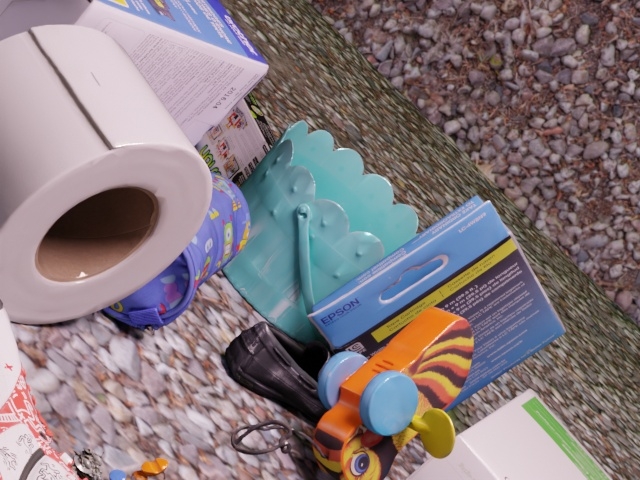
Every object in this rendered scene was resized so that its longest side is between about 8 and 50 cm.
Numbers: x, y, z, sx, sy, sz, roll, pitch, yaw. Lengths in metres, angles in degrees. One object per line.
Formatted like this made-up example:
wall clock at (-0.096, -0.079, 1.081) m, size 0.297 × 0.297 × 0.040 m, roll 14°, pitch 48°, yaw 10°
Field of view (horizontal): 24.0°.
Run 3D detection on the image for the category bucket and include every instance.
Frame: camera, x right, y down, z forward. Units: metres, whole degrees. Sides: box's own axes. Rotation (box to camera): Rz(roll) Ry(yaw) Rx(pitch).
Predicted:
bucket at (0.000, 0.000, 1.971) m, size 0.281 × 0.183 × 0.281 m, roll 39°, pitch 18°, yaw -15°

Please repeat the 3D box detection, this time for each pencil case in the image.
pencil case at (-0.163, 0.008, 1.682) m, size 0.119 × 0.133 × 0.306 m, roll 3°, pitch 14°, yaw 9°

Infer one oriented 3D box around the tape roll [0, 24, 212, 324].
tape roll at (-0.248, -0.061, 1.436) m, size 0.169 × 0.246 × 0.246 m, roll 53°, pitch 19°, yaw 28°

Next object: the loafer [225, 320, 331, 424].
loafer at (-0.012, 0.158, 1.746) m, size 0.223 × 0.078 × 0.076 m, roll 31°, pitch 22°, yaw -38°

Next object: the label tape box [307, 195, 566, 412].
label tape box at (0.132, 0.073, 1.835) m, size 0.115 × 0.249 × 0.347 m, roll 58°, pitch 4°, yaw 38°

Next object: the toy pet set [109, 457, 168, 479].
toy pet set at (-0.118, 0.257, 1.342) m, size 0.114 × 0.065 × 0.122 m, roll -12°, pitch 47°, yaw -28°

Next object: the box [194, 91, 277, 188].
box at (-0.122, -0.133, 2.122) m, size 0.036 × 0.114 × 0.207 m, roll 30°, pitch 22°, yaw -40°

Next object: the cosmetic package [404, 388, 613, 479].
cosmetic package at (0.219, 0.316, 1.780) m, size 0.197 × 0.155 × 0.365 m, roll 49°, pitch 16°, yaw 10°

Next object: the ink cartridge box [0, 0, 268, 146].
ink cartridge box at (-0.246, -0.171, 1.654) m, size 0.151 × 0.270 × 0.395 m, roll 55°, pitch 20°, yaw 24°

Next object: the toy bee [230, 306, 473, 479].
toy bee at (0.047, 0.202, 1.645) m, size 0.195 × 0.298 × 0.162 m, roll -128°, pitch -159°, yaw -61°

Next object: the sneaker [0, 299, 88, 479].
sneaker at (-0.248, 0.160, 1.183) m, size 0.145 × 0.090 × 0.270 m, roll 38°, pitch 21°, yaw -23°

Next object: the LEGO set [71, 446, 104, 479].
LEGO set at (-0.200, 0.203, 1.300) m, size 0.054 × 0.023 × 0.083 m, roll 30°, pitch 22°, yaw -40°
